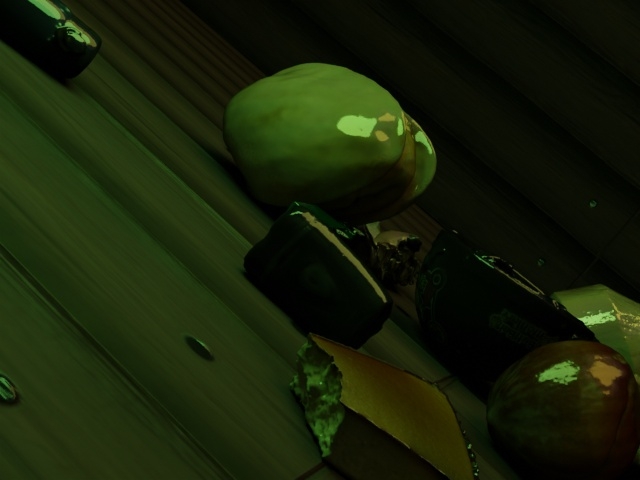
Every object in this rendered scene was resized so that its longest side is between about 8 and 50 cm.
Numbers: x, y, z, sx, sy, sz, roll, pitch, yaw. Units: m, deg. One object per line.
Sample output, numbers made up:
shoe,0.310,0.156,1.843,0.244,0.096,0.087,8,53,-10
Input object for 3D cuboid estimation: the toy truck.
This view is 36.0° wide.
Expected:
toy truck,0.000,0.000,1.243,0.079,0.065,0.147,39,10,14

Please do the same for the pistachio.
pistachio,0.000,-0.134,1.366,0.309,0.229,0.230,14,-7,33

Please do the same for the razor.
razor,0.000,0.041,0.971,0.148,0.090,0.054,45,11,14

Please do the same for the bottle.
bottle,-0.358,-0.276,1.099,0.244,0.072,0.082,37,-12,-18

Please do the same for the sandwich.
sandwich,0.042,0.133,0.789,0.162,0.058,0.193,38,12,-9

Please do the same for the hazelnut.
hazelnut,0.279,0.192,1.116,0.182,0.182,0.182,39,9,-7

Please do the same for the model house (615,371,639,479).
model house,0.415,0.298,1.237,0.268,0.173,0.239,27,18,-1

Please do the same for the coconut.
coconut,0.472,0.200,1.735,0.259,0.259,0.259,39,9,-7

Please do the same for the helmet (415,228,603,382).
helmet,0.240,0.112,1.356,0.279,0.160,0.230,37,5,-15

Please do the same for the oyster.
oyster,0.080,-0.004,1.525,0.198,0.092,0.259,40,1,-14
